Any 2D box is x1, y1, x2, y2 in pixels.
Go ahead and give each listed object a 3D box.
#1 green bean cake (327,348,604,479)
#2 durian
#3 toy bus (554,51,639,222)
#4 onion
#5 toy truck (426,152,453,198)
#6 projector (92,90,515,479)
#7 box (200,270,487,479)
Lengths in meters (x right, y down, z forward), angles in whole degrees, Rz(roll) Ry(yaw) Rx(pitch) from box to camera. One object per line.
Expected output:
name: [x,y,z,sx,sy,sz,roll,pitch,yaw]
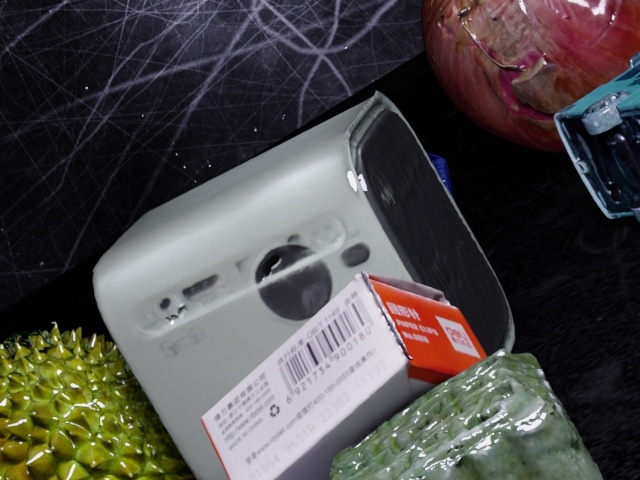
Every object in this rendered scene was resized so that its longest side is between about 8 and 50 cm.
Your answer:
green bean cake: [0.090,0.157,1.287,0.173,0.094,0.181,-32,9,7]
durian: [-0.208,0.193,1.713,0.291,0.224,0.291,-8,-19,-3]
toy bus: [0.333,-0.099,1.707,0.147,0.128,0.256,-34,12,-20]
onion: [0.269,-0.272,2.141,0.354,0.353,0.353,-31,10,6]
toy truck: [0.000,0.000,1.950,0.268,0.155,0.124,-14,8,-7]
projector: [-0.007,0.051,1.627,0.249,0.248,0.248,-26,10,18]
box: [0.022,0.115,1.427,0.182,0.099,0.133,-44,-34,22]
